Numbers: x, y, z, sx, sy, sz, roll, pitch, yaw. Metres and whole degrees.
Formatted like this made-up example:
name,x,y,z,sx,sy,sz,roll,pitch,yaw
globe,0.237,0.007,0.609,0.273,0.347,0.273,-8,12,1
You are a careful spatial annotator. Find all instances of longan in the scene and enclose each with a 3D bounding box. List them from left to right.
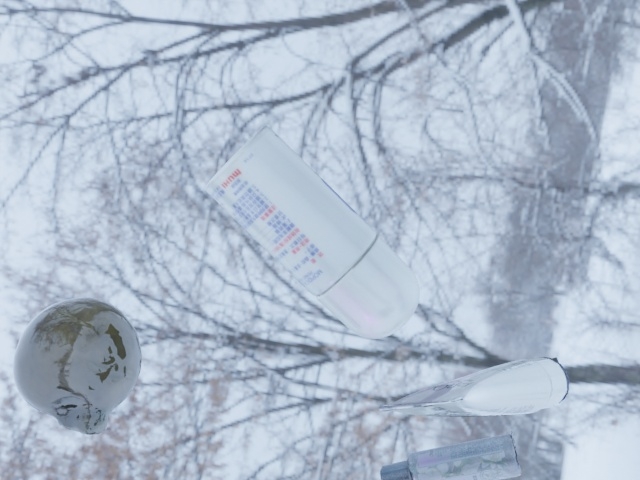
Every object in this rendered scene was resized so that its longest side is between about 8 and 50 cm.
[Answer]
name,x,y,z,sx,sy,sz,roll,pitch,yaw
longan,-0.352,0.184,1.333,0.159,0.185,0.204,84,168,-71

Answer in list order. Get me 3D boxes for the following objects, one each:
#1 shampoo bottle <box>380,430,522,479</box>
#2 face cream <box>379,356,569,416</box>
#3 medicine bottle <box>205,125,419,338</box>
name,x,y,z,sx,sy,sz,roll,pitch,yaw
shampoo bottle,0.200,0.352,1.417,0.072,0.214,0.072,-14,-90,-78
face cream,0.171,0.157,0.943,0.243,0.092,0.058,2,-105,-47
medicine bottle,0.000,0.000,1.301,0.130,0.341,0.130,-45,5,5
